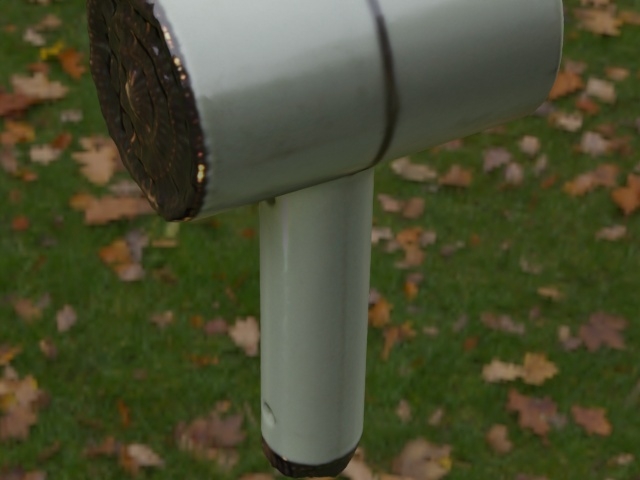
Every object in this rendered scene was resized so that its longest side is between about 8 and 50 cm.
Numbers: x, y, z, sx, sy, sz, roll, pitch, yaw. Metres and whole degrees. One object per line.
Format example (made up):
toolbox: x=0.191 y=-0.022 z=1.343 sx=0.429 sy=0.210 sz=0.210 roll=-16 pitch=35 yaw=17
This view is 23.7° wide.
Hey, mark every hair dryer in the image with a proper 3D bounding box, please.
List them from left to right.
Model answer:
hair dryer: x=0.000 y=0.000 z=0.798 sx=0.203 sy=0.362 sz=0.128 roll=-19 pitch=42 yaw=-24
